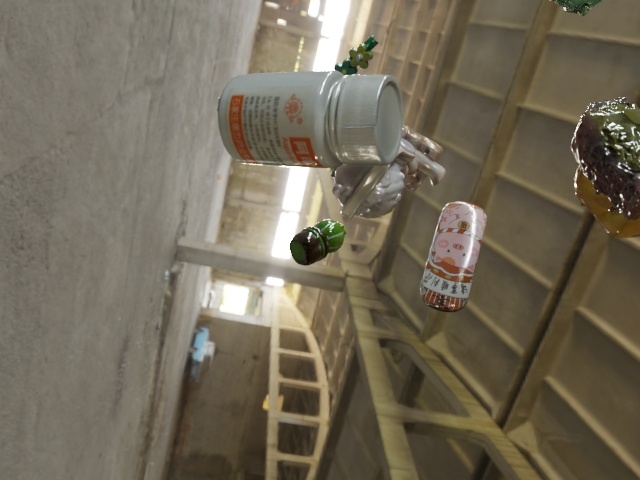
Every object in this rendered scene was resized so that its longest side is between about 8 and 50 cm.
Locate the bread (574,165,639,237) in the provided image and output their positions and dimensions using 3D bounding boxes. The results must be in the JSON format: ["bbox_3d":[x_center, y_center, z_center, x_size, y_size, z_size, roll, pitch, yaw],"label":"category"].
[{"bbox_3d":[0.827,-0.194,1.408,0.250,0.394,0.361,60,-38,35],"label":"bread"}]

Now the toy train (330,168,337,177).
[{"bbox_3d":[0.074,-0.126,1.132,0.050,0.122,0.081,-65,-169,3],"label":"toy train"}]

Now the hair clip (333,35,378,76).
[{"bbox_3d":[0.044,-0.313,1.069,0.173,0.049,0.049,-37,-144,39],"label":"hair clip"}]

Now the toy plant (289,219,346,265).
[{"bbox_3d":[0.000,0.000,1.468,0.093,0.162,0.092,27,-50,38],"label":"toy plant"}]

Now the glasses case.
[{"bbox_3d":[0.289,0.030,1.231,0.067,0.103,0.266,75,31,-57],"label":"glasses case"}]

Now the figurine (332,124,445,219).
[{"bbox_3d":[0.108,-0.106,0.959,0.237,0.141,0.162,-37,167,-50],"label":"figurine"}]

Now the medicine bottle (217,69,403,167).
[{"bbox_3d":[-0.013,-0.179,0.841,0.144,0.252,0.144,3,90,-65],"label":"medicine bottle"}]

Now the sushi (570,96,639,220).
[{"bbox_3d":[0.483,-0.144,0.922,0.241,0.161,0.107,-45,146,-30],"label":"sushi"}]

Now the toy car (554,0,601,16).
[{"bbox_3d":[0.486,-0.463,1.008,0.058,0.093,0.186,-64,-167,-8],"label":"toy car"}]
